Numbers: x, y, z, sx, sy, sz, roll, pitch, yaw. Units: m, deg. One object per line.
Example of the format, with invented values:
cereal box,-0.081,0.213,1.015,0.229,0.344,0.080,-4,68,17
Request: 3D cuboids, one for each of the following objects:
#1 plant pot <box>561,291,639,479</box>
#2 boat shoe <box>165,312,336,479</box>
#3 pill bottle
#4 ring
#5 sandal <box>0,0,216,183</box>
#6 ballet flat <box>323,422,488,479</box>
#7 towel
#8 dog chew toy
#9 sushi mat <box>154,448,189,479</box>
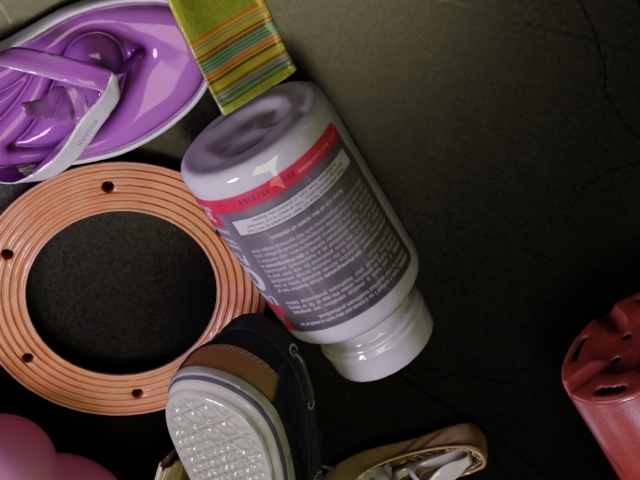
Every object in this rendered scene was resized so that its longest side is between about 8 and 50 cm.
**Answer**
plant pot,0.455,0.216,1.369,0.272,0.272,0.265,-36,110,9
boat shoe,-0.073,0.277,1.328,0.186,0.156,0.500,14,139,17
pill bottle,0.000,0.000,1.206,0.176,0.176,0.319,-30,118,6
ring,-0.230,0.059,1.280,0.336,0.032,0.337,-5,118,-9
sandal,-0.301,-0.128,1.126,0.416,0.102,0.169,-18,121,-3
ballet flat,0.110,0.303,1.443,0.232,0.073,0.080,-22,118,2
towel,-0.108,-0.252,1.119,0.102,0.021,0.237,-39,121,-23
dog chew toy,-0.376,0.300,1.290,0.206,0.207,0.332,-39,109,11
sushi mat,-0.215,0.398,1.356,0.019,0.151,0.317,19,98,7
